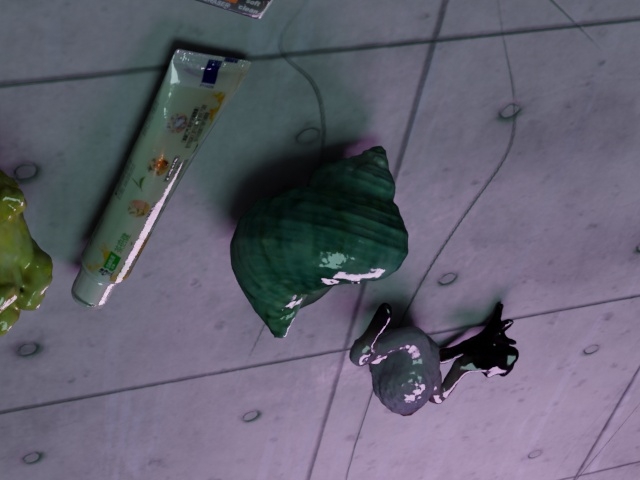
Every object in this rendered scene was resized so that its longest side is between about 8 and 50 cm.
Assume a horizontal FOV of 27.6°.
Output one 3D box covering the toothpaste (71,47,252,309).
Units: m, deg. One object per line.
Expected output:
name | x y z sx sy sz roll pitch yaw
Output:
toothpaste | -0.164 -0.052 1.227 0.056 0.058 0.314 34 123 1

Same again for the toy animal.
toy animal | 0.108 0.145 1.588 0.324 0.090 0.195 10 127 -50

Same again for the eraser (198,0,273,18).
eraser | -0.089 -0.221 1.067 0.122 0.029 0.052 11 132 -39

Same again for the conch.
conch | 0.001 -0.004 1.314 0.202 0.134 0.196 -33 -176 4

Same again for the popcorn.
popcorn | -0.312 0.002 1.126 0.142 0.173 0.173 -7 142 -38
